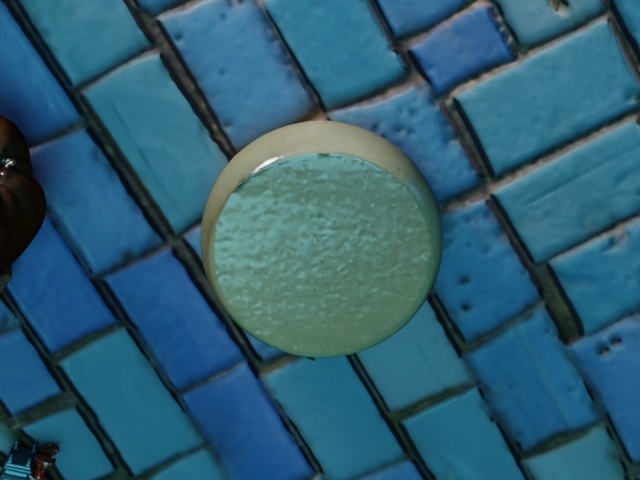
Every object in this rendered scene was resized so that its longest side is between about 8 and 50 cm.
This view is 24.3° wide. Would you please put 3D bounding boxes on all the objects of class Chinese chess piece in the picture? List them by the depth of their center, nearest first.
[{"bbox_3d":[0.000,0.000,1.639,0.273,0.102,0.273,0,112,0],"label":"Chinese chess piece"}]

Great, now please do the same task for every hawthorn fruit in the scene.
[{"bbox_3d":[-0.421,-0.031,1.580,0.248,0.208,0.208,-30,110,30],"label":"hawthorn fruit"}]

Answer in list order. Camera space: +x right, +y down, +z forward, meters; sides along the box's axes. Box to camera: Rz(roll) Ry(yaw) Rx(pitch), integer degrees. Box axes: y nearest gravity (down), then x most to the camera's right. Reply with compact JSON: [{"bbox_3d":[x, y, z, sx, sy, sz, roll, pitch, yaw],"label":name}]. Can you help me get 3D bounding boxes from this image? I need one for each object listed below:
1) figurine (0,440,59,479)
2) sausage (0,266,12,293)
[{"bbox_3d":[-0.358,0.313,1.795,0.075,0.068,0.140,8,111,-5],"label":"figurine"},{"bbox_3d":[-0.458,0.136,1.716,0.087,0.079,0.326,19,114,-35],"label":"sausage"}]
